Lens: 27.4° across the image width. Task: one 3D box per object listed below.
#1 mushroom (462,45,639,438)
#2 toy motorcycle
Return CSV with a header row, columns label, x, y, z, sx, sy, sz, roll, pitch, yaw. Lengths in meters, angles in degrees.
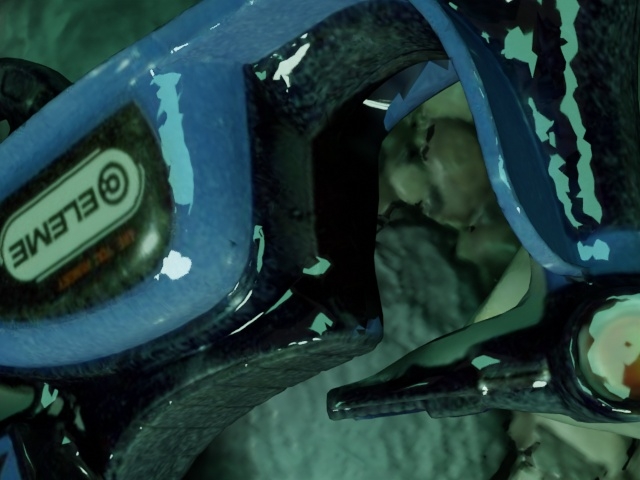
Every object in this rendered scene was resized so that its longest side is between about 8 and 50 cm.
label,x,y,z,sx,sy,sz,roll,pitch,yaw
mushroom,0.218,0.033,0.432,0.329,0.122,0.159,23,115,16
toy motorcycle,0.000,0.000,0.416,0.359,0.125,0.212,-32,68,26
